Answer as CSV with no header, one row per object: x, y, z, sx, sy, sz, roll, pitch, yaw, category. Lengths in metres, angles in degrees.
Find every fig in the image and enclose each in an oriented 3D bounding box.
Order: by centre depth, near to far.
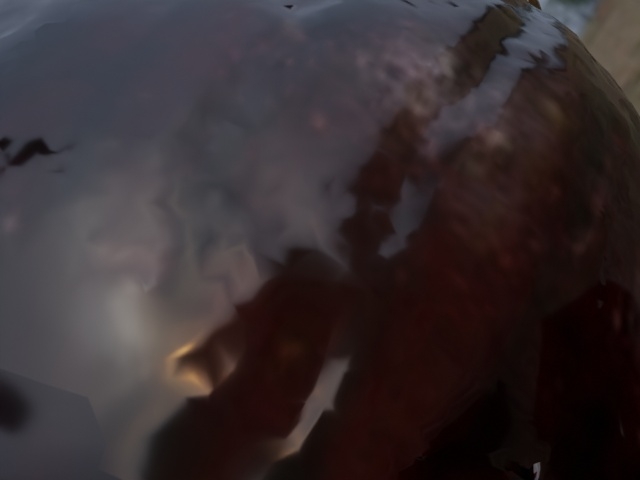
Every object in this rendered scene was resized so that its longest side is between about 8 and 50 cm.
0.007,0.003,0.416,0.186,0.204,0.249,-8,43,56,fig
